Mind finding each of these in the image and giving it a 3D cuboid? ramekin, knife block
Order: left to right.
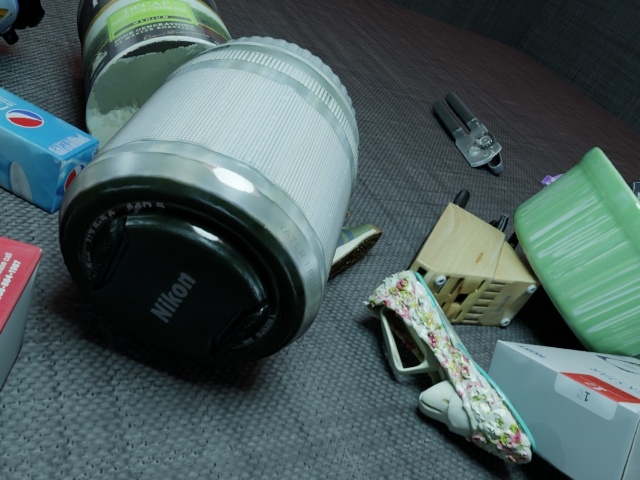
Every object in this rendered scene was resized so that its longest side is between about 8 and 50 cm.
[{"bbox_3d":[0.181,0.006,0.839,0.276,0.088,0.242,7,36,-30],"label":"knife block"},{"bbox_3d":[0.405,0.034,0.824,0.303,0.148,0.303,42,28,-28],"label":"ramekin"}]

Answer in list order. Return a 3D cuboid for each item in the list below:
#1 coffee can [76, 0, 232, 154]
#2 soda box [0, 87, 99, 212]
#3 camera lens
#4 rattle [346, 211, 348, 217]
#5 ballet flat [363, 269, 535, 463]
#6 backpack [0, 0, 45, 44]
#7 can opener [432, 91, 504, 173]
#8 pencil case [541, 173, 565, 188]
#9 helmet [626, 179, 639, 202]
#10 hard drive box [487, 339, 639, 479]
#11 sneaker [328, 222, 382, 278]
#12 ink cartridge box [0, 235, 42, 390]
[{"bbox_3d":[-0.204,-0.221,0.763,0.202,0.201,0.275,7,37,-30],"label":"coffee can"},{"bbox_3d":[-0.350,-0.116,0.621,0.210,0.071,0.067,28,32,1],"label":"soda box"},{"bbox_3d":[-0.084,-0.043,0.544,0.219,0.219,0.274,24,42,-6],"label":"camera lens"},{"bbox_3d":[-0.021,-0.131,0.790,0.143,0.130,0.199,-5,80,-28],"label":"rattle"},{"bbox_3d":[0.123,0.137,0.620,0.077,0.091,0.241,-23,54,-12],"label":"ballet flat"},{"bbox_3d":[-0.448,-0.326,0.632,0.213,0.276,0.263,-42,32,-26],"label":"backpack"},{"bbox_3d":[0.349,-0.248,1.380,0.095,0.076,0.283,47,17,-36],"label":"can opener"},{"bbox_3d":[0.509,-0.065,1.196,0.088,0.086,0.206,35,29,-13],"label":"pencil case"},{"bbox_3d":[0.686,-0.041,1.226,0.170,0.161,0.169,20,32,-13],"label":"helmet"},{"bbox_3d":[0.319,0.187,0.613,0.232,0.089,0.181,10,7,-26],"label":"hard drive box"},{"bbox_3d":[0.000,0.000,0.727,0.086,0.064,0.192,42,37,14],"label":"sneaker"},{"bbox_3d":[-0.337,0.061,0.331,0.273,0.114,0.197,19,33,-16],"label":"ink cartridge box"}]
